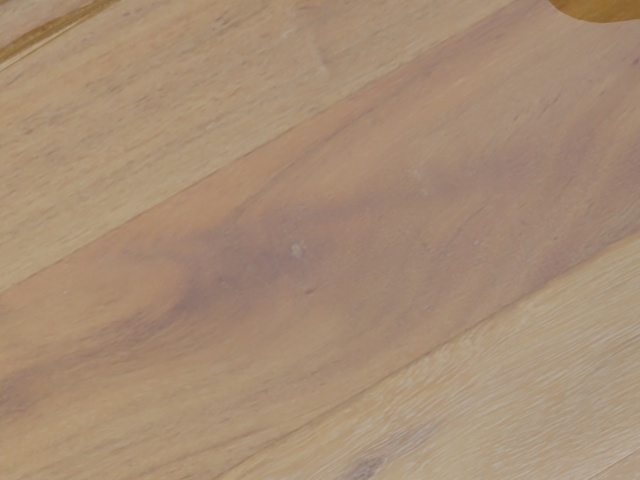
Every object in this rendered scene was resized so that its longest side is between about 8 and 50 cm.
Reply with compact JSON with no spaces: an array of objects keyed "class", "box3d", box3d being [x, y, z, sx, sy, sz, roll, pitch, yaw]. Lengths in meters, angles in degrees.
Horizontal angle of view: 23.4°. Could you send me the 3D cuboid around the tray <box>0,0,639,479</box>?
[{"class":"tray","box3d":[0.000,0.000,0.418,0.202,0.411,0.076,61,-5,-16]}]
